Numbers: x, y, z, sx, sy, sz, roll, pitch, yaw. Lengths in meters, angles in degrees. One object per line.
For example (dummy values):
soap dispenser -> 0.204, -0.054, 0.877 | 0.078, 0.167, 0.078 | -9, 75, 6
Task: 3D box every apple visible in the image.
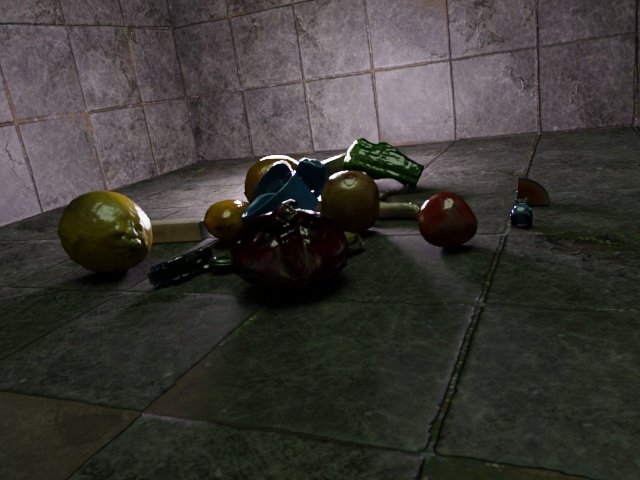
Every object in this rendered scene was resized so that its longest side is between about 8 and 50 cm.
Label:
apple -> 0.098, -0.125, 1.840 | 0.188, 0.211, 0.211 | 3, 18, 12

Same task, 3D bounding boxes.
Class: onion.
onion -> -0.085, 0.010, 1.423 | 0.314, 0.232, 0.314 | -8, 18, 2

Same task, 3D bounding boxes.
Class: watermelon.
watermelon -> 0.694, -0.157, 1.878 | 0.094, 0.135, 0.125 | -45, 21, 4

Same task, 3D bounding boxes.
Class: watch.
watch -> -0.100, -0.128, 1.848 | 0.305, 0.241, 0.274 | -36, 15, 28

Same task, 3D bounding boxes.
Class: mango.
mango -> -0.320, -0.078, 2.010 | 0.187, 0.144, 0.359 | 2, 10, -4

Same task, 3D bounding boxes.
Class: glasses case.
glasses case -> 0.071, -0.295, 2.517 | 0.098, 0.156, 0.425 | -7, 14, 34

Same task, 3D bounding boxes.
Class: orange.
orange -> -0.184, -0.219, 2.259 | 0.264, 0.264, 0.264 | -8, 16, 2

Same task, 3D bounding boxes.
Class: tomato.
tomato -> 0.357, -0.055, 1.564 | 0.167, 0.167, 0.167 | -8, 16, 2

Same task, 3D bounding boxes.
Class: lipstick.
lipstick -> -0.602, -0.035, 2.108 | 0.372, 0.076, 0.080 | -3, 15, 18

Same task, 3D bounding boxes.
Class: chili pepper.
chili pepper -> 0.283, -0.335, 2.405 | 0.385, 0.167, 0.213 | 25, 22, 29

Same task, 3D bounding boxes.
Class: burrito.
burrito -> 0.241, -0.106, 1.966 | 0.275, 0.059, 0.082 | 3, 5, 33

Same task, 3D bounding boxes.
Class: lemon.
lemon -> -0.678, -0.022, 1.783 | 0.316, 0.285, 0.285 | 28, 26, 9

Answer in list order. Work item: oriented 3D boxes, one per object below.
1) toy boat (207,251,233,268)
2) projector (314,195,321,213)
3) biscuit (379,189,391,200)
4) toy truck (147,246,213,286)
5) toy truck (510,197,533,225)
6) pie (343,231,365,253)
toy boat -> -0.242, 0.049, 1.690 | 0.210, 0.052, 0.104 | -18, 21, -33
projector -> -0.021, -0.116, 2.084 | 0.083, 0.082, 0.083 | -4, 16, 14
biscuit -> 0.185, -0.188, 2.327 | 0.205, 0.031, 0.138 | -2, 18, 26
toy truck -> -0.412, 0.081, 1.646 | 0.088, 0.074, 0.202 | -5, 15, 44
toy truck -> 0.612, -0.074, 1.687 | 0.063, 0.074, 0.136 | 1, -22, 25
pie -> 0.000, 0.000, 1.716 | 0.282, 0.068, 0.129 | 0, 17, 40
